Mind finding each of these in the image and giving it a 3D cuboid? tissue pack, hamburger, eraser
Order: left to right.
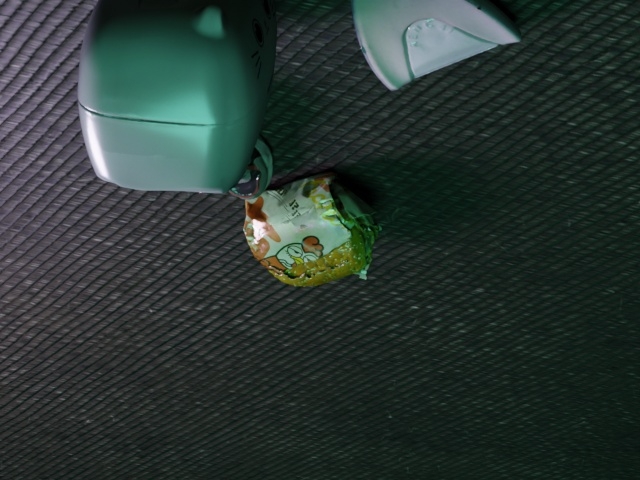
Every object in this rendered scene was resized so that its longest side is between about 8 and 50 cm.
[{"bbox_3d":[-0.173,-0.231,1.504,0.229,0.333,0.236,5,126,2],"label":"tissue pack"},{"bbox_3d":[0.002,0.001,1.977,0.214,0.125,0.235,-4,131,30],"label":"hamburger"},{"bbox_3d":[0.122,-0.305,1.590,0.204,0.059,0.243,-17,142,29],"label":"eraser"}]

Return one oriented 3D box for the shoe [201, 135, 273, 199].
[{"bbox_3d":[-0.144,-0.116,1.837,0.099,0.125,0.227,-13,139,20],"label":"shoe"}]
